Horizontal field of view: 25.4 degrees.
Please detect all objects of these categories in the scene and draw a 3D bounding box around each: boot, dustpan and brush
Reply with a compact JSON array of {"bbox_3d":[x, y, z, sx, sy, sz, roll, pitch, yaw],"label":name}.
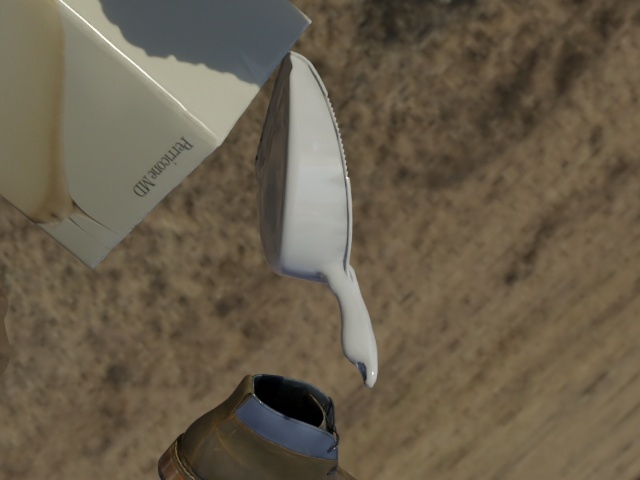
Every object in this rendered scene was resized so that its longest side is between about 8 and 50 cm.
[{"bbox_3d":[0.000,0.170,1.049,0.219,0.082,0.106,21,123,-28],"label":"boot"},{"bbox_3d":[0.000,0.000,0.921,0.060,0.211,0.147,3,147,-12],"label":"dustpan and brush"}]

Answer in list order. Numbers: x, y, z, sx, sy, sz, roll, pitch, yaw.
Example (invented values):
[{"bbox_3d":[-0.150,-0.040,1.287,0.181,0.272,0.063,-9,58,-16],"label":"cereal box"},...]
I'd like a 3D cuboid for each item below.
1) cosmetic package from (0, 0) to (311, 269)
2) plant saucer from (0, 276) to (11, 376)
[{"bbox_3d":[-0.179,-0.146,0.728,0.160,0.309,0.113,-40,-167,48],"label":"cosmetic package"},{"bbox_3d":[-0.241,0.121,0.653,0.278,0.041,0.278,-46,180,0],"label":"plant saucer"}]
